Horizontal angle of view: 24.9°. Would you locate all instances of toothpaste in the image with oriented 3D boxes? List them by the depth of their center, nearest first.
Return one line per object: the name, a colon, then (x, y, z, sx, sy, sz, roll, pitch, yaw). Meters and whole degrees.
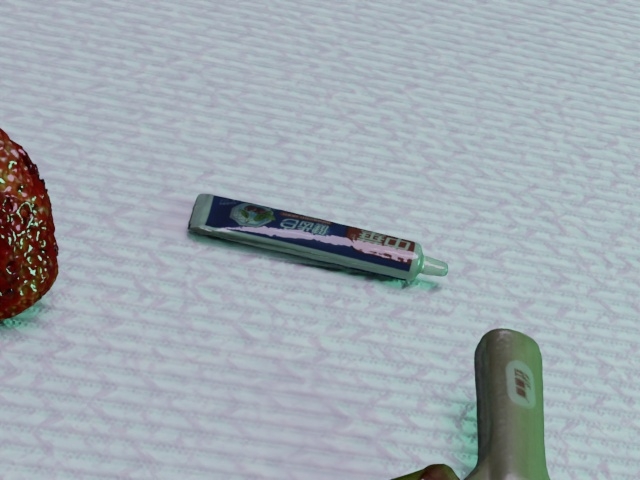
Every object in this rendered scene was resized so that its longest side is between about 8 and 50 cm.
toothpaste: (0.000, 0.000, 0.765, 0.140, 0.021, 0.037, 13, 33, -2)

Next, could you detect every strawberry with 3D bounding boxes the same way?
strawberry: (-0.161, -0.009, 0.667, 0.096, 0.083, 0.083, 51, 40, -4)

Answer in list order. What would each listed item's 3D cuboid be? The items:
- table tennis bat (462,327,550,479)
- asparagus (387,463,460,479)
table tennis bat: (0.082, 0.138, 0.605, 0.138, 0.022, 0.246, 16, 45, -11)
asparagus: (-0.047, 0.124, 0.587, 0.249, 0.024, 0.025, -7, 1, -30)
